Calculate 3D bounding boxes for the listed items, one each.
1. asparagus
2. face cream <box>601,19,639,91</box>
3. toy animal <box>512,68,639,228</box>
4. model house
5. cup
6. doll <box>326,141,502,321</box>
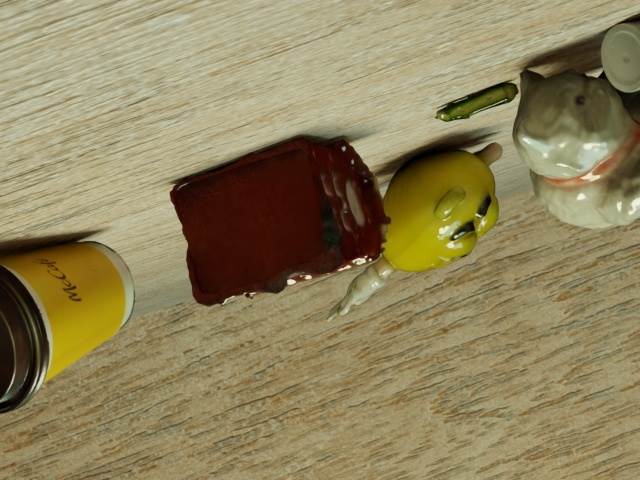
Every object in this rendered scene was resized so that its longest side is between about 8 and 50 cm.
[{"bbox_3d":[0.184,-0.162,1.753,0.108,0.025,0.021,-19,-175,22],"label":"asparagus"},{"bbox_3d":[0.427,-0.220,1.627,0.250,0.077,0.077,-14,174,-32],"label":"face cream"},{"bbox_3d":[0.303,-0.140,1.741,0.188,0.308,0.266,12,140,-5],"label":"toy animal"},{"bbox_3d":[-0.035,-0.024,1.765,0.196,0.160,0.254,-19,178,20],"label":"model house"},{"bbox_3d":[-0.362,0.094,1.836,0.196,0.196,0.280,-20,-177,32],"label":"cup"},{"bbox_3d":[0.153,-0.032,2.287,0.348,0.161,0.423,-45,-177,28],"label":"doll"}]
